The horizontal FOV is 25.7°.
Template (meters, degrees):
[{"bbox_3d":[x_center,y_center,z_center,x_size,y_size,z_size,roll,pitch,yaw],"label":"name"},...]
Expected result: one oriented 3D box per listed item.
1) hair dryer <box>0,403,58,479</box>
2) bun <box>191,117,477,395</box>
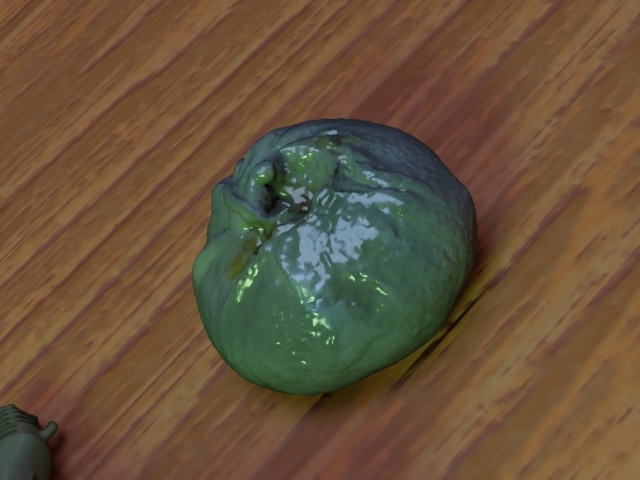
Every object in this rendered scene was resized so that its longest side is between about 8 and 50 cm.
[{"bbox_3d":[-0.165,0.216,0.548,0.296,0.119,0.298,-47,29,-14],"label":"hair dryer"},{"bbox_3d":[0.000,0.000,0.637,0.140,0.083,0.141,-16,48,18],"label":"bun"}]
